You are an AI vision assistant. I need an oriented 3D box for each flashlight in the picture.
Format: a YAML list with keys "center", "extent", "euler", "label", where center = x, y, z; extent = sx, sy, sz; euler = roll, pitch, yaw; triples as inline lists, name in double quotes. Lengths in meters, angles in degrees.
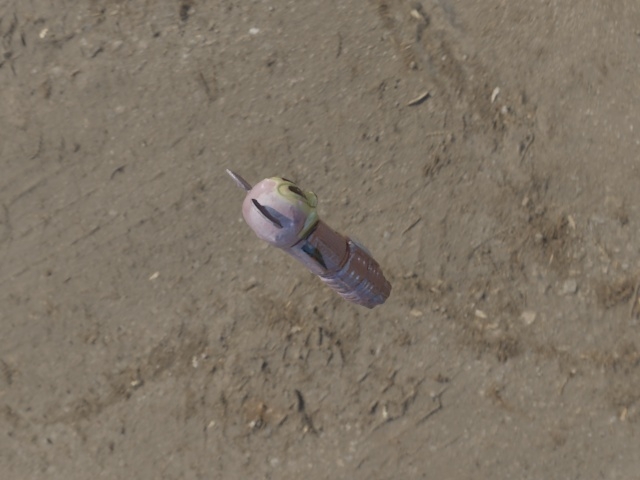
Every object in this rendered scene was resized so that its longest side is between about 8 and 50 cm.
- center: [0.000, 0.000, 0.392]
  extent: [0.031, 0.052, 0.110]
  euler: [-47, 129, 5]
  label: "flashlight"
